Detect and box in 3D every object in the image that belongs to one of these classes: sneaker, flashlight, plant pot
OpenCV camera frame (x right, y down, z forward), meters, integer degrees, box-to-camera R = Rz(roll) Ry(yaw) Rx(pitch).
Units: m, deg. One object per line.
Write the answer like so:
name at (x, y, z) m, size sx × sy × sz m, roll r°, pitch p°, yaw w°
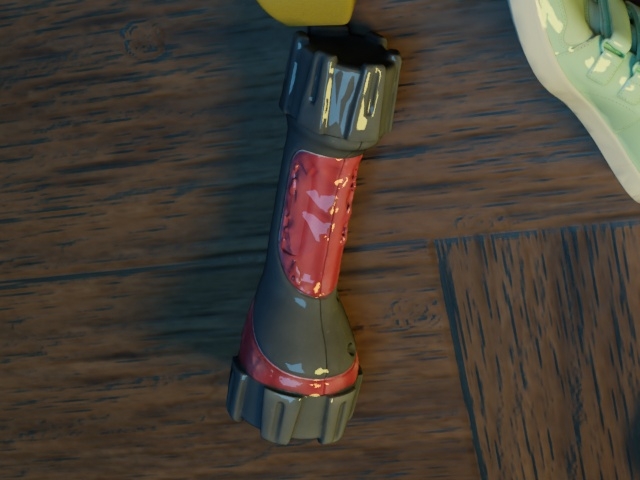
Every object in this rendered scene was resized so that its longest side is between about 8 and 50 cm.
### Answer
sneaker at (0.225, -0.135, 1.266) m, size 0.151 × 0.094 × 0.256 m, roll -21°, pitch 136°, yaw 25°
flashlight at (0.000, 0.000, 1.421) m, size 0.103 × 0.103 × 0.304 m, roll 17°, pitch 116°, yaw 11°
plant pot at (-0.007, -0.196, 1.357) m, size 0.081 × 0.081 × 0.083 m, roll 1°, pitch 136°, yaw 16°
